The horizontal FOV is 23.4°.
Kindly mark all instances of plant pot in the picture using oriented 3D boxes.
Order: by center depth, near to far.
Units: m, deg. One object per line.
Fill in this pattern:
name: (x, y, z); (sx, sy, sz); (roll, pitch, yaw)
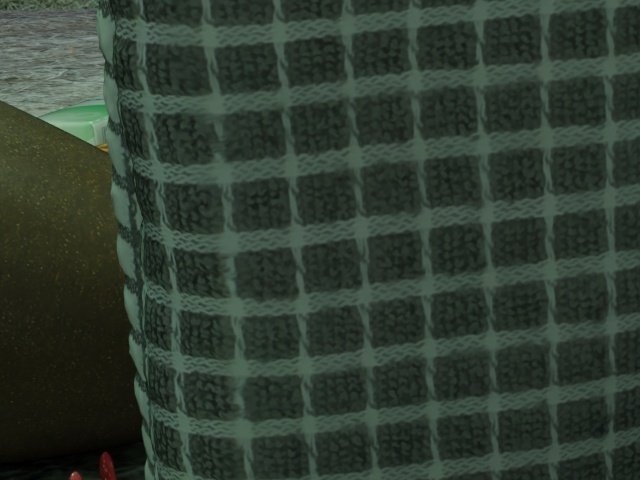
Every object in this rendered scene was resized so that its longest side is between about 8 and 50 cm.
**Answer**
plant pot: (-0.174, 0.016, 0.690); (0.230, 0.215, 0.215); (9, 12, -6)

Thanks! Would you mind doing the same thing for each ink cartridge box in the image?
ink cartridge box: (-0.276, -0.103, 1.484); (0.224, 0.056, 0.181); (3, 14, 17)

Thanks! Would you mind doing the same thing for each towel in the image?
towel: (0.082, -0.020, 0.455); (0.283, 0.235, 0.121); (-8, 20, -10)

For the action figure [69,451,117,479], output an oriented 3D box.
action figure: (-0.045, 0.103, 0.621); (0.115, 0.030, 0.038); (5, 11, 24)

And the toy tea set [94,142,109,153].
toy tea set: (-0.112, -0.084, 1.185); (0.200, 0.124, 0.336); (4, 15, 42)
